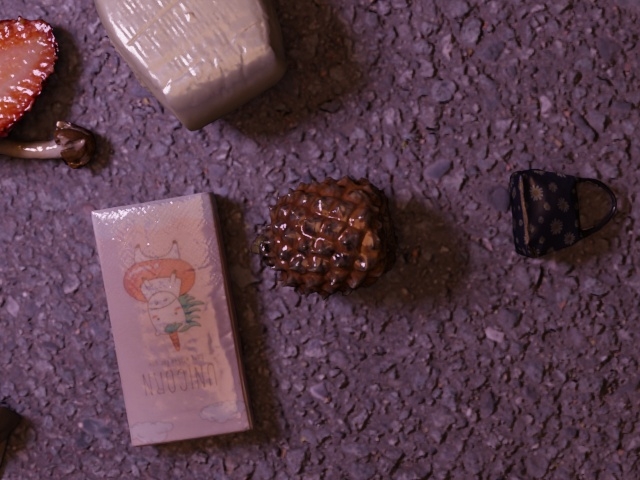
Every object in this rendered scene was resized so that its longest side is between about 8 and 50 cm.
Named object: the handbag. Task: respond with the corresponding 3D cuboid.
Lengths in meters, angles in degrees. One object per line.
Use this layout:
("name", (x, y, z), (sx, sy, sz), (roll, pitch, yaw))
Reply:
("handbag", (0.317, -0.040, 1.588), (0.139, 0.072, 0.115), (-6, 93, -8))

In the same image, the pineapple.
("pineapple", (0.000, 0.000, 1.571), (0.193, 0.166, 0.166), (-7, 95, 17))

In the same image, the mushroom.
("mushroom", (-0.393, -0.135, 1.638), (0.187, 0.061, 0.060), (6, 67, 9))

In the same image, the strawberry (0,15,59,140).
("strawberry", (-0.433, -0.195, 1.621), (0.208, 0.087, 0.167), (-23, 74, -9))

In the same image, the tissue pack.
("tissue pack", (-0.197, 0.106, 1.636), (0.170, 0.071, 0.325), (-9, 94, 4))

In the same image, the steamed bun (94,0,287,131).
("steamed bun", (-0.159, -0.274, 1.556), (0.200, 0.155, 0.250), (-34, 85, 4))

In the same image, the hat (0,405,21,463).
("hat", (-0.514, 0.289, 1.659), (0.166, 0.144, 0.173), (12, 74, 6))
